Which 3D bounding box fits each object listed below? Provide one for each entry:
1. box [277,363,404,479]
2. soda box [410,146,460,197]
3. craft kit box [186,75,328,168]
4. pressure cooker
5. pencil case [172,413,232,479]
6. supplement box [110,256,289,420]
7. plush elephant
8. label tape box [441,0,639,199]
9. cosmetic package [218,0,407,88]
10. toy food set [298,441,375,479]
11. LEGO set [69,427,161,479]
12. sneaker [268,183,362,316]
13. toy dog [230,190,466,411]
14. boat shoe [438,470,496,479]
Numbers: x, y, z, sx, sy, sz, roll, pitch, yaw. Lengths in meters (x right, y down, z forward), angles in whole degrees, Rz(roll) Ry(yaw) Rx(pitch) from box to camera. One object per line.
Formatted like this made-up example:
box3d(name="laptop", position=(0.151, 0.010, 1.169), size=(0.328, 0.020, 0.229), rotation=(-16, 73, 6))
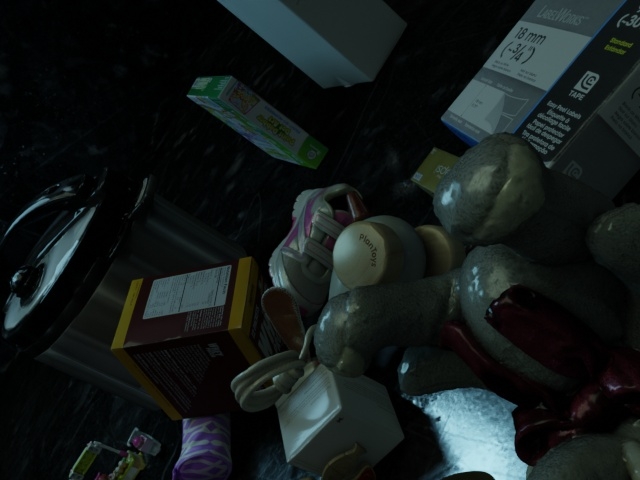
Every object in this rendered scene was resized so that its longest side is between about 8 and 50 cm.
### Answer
box3d(name="box", position=(0.022, 0.214, 0.793), size=(0.102, 0.101, 0.087), rotation=(-49, 29, 17))
box3d(name="soda box", position=(0.191, -0.063, 0.865), size=(0.058, 0.061, 0.181), rotation=(-53, 27, 5))
box3d(name="craft kit box", position=(-0.135, -0.246, 1.395), size=(0.061, 0.247, 0.250), rotation=(-60, 27, -1))
box3d(name="pressure cooker", position=(-0.367, 0.076, 1.230), size=(0.375, 0.420, 0.370), rotation=(2, 63, 60))
box3d(name="pencil case", position=(-0.184, 0.284, 1.062), size=(0.206, 0.088, 0.086), rotation=(-107, 25, -57))
box3d(name="supplement box", position=(-0.159, 0.148, 0.987), size=(0.194, 0.191, 0.129), rotation=(-11, 43, 14))
box3d(name="plush elephant", position=(0.190, 0.114, 0.494), size=(0.272, 0.330, 0.255), rotation=(-47, 48, 45))
box3d(name="label tape box", position=(0.322, -0.212, 0.768), size=(0.333, 0.106, 0.240), rotation=(-51, 28, 10))
box3d(name="cosmetic package", position=(-0.043, -0.480, 1.351), size=(0.217, 0.385, 0.156), rotation=(16, 76, 59))
box3d(name="toy food set", position=(0.013, 0.283, 0.768), size=(0.122, 0.078, 0.019), rotation=(-37, 25, 2))
box3d(name="LEGO set", position=(-0.398, 0.466, 1.195), size=(0.132, 0.107, 0.287), rotation=(-11, 51, 54))
box3d(name="sneaker", position=(0.000, 0.000, 1.062), size=(0.111, 0.103, 0.252), rotation=(-30, 38, 44))
box3d(name="toy dog", position=(0.019, 0.070, 0.868), size=(0.334, 0.220, 0.161), rotation=(-42, 55, 9))
box3d(name="boat shoe", position=(0.114, 0.276, 0.650), size=(0.153, 0.048, 0.056), rotation=(-40, 18, 15))
